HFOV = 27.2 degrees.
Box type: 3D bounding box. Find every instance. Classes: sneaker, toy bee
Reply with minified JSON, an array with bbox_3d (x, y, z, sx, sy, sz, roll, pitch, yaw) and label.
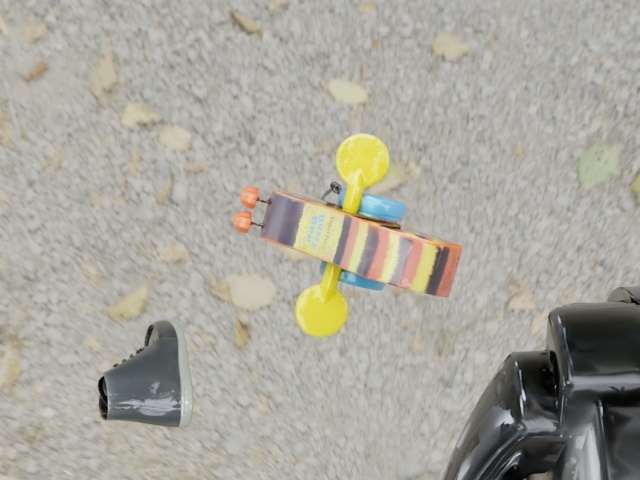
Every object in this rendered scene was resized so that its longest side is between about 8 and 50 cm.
[{"bbox_3d":[-0.243,0.169,1.778,0.118,0.222,0.083,5,114,-16],"label":"sneaker"},{"bbox_3d":[0.000,0.000,1.335,0.162,0.298,0.195,11,75,-29],"label":"toy bee"}]

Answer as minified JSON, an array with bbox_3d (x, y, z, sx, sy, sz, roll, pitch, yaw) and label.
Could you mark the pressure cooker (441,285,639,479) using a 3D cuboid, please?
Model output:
[{"bbox_3d":[0.272,0.207,0.775,0.420,0.375,0.370,0,77,3],"label":"pressure cooker"}]
